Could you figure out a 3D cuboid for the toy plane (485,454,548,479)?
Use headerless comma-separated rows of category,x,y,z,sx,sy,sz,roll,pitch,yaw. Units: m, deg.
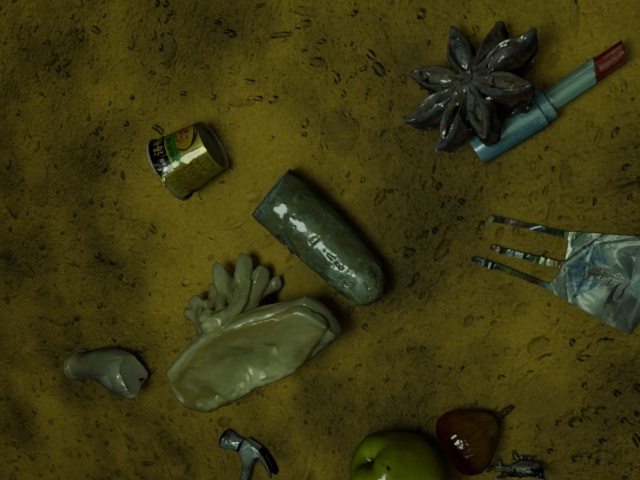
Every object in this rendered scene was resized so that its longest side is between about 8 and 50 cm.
toy plane,0.377,0.437,0.965,0.120,0.049,0.031,-16,91,40

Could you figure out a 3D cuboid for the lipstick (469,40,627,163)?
lipstick,0.383,-0.232,0.853,0.274,0.061,0.068,-34,61,23

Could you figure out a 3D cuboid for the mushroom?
mushroom,-0.544,0.326,1.288,0.246,0.096,0.108,5,100,26

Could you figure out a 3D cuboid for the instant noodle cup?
instant noodle cup,-0.279,-0.179,1.085,0.122,0.151,0.151,-29,87,13

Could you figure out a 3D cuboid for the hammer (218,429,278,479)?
hammer,-0.216,0.670,1.240,0.152,0.044,0.427,21,106,17

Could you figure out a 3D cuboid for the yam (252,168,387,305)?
yam,0.000,0.000,1.007,0.330,0.133,0.133,45,111,8

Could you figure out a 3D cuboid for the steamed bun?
steamed bun,-0.179,0.189,1.097,0.428,0.189,0.247,-36,113,23

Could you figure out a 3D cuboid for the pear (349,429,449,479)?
pear,0.155,0.460,0.981,0.198,0.198,0.198,3,99,21

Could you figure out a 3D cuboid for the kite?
kite,0.440,0.032,0.898,0.309,0.015,0.169,23,106,15

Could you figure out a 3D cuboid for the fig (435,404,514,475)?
fig,0.290,0.366,0.976,0.119,0.153,0.119,31,149,21

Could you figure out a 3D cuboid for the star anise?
star anise,0.267,-0.253,0.858,0.236,0.109,0.223,-48,44,19
